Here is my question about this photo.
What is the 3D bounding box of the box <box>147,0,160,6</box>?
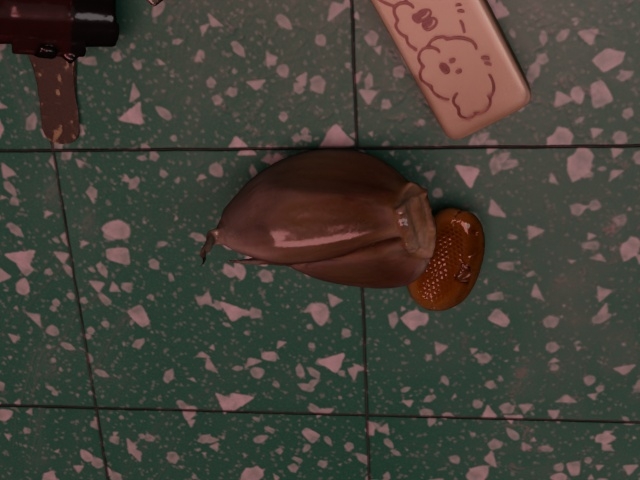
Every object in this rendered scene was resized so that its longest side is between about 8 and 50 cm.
[{"bbox_3d":[-0.225,-0.415,1.393,0.129,0.225,0.086,41,113,-12],"label":"box"}]

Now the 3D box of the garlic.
[{"bbox_3d":[0.000,0.000,1.554,0.340,0.246,0.231,-13,126,1],"label":"garlic"}]

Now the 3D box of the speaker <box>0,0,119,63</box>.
[{"bbox_3d":[-0.473,-0.380,1.487,0.329,0.259,0.198,-7,160,-19],"label":"speaker"}]

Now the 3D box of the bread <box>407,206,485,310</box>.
[{"bbox_3d":[0.202,0.027,1.622,0.114,0.077,0.189,27,118,17],"label":"bread"}]

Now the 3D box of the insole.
[{"bbox_3d":[-0.420,-0.270,1.604,0.081,0.011,0.248,2,114,8],"label":"insole"}]

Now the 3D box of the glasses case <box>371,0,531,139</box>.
[{"bbox_3d":[0.172,-0.319,1.467,0.144,0.076,0.336,-27,108,18],"label":"glasses case"}]
